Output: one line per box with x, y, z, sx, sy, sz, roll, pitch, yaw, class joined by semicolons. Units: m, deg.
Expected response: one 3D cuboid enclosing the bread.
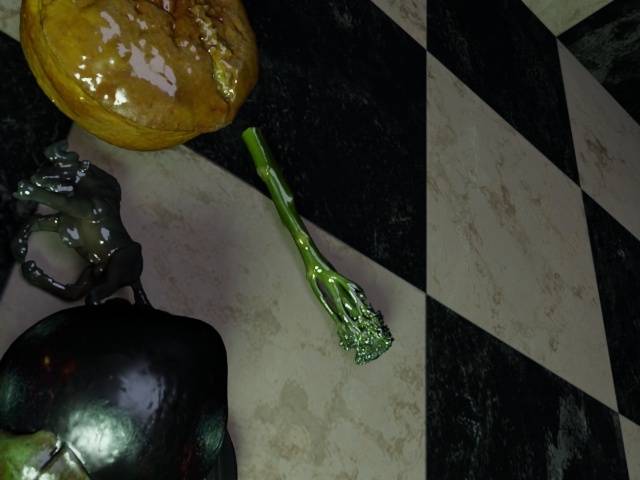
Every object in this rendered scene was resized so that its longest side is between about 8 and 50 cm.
-0.223;-0.254;0.891;0.312;0.172;0.312;20;57;-34;bread

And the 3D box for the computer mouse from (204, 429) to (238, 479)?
-0.132;0.256;0.763;0.099;0.057;0.172;31;47;-35;computer mouse

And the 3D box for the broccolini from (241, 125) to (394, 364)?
-0.005;0.003;1.055;0.392;0.079;0.074;64;-2;5;broccolini

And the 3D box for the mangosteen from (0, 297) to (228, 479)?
-0.195;0.170;0.635;0.243;0.243;0.243;25;51;-35;mangosteen

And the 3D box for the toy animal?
-0.254;-0.005;0.772;0.232;0.084;0.148;57;38;1;toy animal
